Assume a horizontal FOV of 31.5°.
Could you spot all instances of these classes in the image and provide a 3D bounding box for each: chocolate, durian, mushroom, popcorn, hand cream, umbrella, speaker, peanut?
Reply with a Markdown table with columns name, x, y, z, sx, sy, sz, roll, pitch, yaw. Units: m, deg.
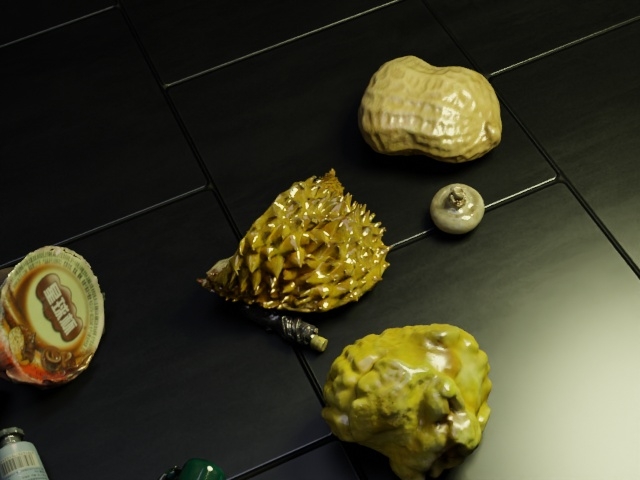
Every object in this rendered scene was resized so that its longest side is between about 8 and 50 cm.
| name | x | y | z | sx | sy | sz | roll | pitch | yaw |
| --- | --- | --- | --- | --- | --- | --- | --- | --- | --- |
| chocolate | -0.427 | 0.114 | 1.615 | 0.147 | 0.221 | 0.221 | -6 | 48 | 32 |
| durian | 0.000 | 0.012 | 1.668 | 0.195 | 0.185 | 0.305 | 44 | 47 | 11 |
| mushroom | 0.206 | -0.055 | 1.715 | 0.085 | 0.079 | 0.085 | -5 | 52 | 7 |
| popcorn | 0.117 | 0.214 | 1.479 | 0.200 | 0.226 | 0.203 | -14 | 88 | 37 |
| hand cream | -0.373 | 0.366 | 1.478 | 0.091 | 0.058 | 0.271 | -17 | 55 | -21 |
| umbrella | -0.053 | 0.120 | 1.637 | 0.143 | 0.040 | 0.037 | 25 | 47 | 22 |
| speaker | -0.177 | 0.322 | 1.482 | 0.094 | 0.060 | 0.075 | 13 | 54 | 16 |
| peanut | 0.179 | -0.204 | 1.815 | 0.232 | 0.110 | 0.197 | 11 | 55 | 17 |
